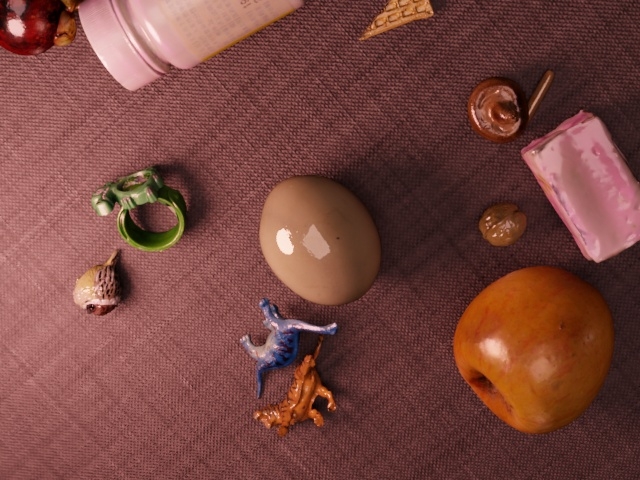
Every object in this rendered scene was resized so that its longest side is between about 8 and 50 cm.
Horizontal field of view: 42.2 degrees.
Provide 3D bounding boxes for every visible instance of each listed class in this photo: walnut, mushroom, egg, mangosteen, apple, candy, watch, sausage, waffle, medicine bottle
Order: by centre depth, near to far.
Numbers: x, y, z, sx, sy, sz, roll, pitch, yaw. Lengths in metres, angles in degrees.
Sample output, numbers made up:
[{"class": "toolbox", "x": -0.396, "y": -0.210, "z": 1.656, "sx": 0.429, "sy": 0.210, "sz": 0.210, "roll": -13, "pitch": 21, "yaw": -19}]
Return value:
[{"class": "medicine bottle", "x": -0.224, "y": -0.439, "z": 1.490, "sx": 0.379, "sy": 0.213, "sz": 0.213, "roll": -26, "pitch": 101, "yaw": 10}, {"class": "mangosteen", "x": -0.533, "y": -0.440, "z": 1.547, "sx": 0.200, "sy": 0.200, "sz": 0.199, "roll": 1, "pitch": 104, "yaw": 4}, {"class": "waffle", "x": 0.130, "y": -0.445, "z": 1.561, "sx": 0.153, "sy": 0.023, "sz": 0.097, "roll": -19, "pitch": 100, "yaw": 9}, {"class": "mushroom", "x": 0.338, "y": -0.246, "z": 1.564, "sx": 0.109, "sy": 0.085, "sz": 0.126, "roll": 10, "pitch": 108, "yaw": 44}, {"class": "candy", "x": 0.512, "y": -0.101, "z": 1.570, "sx": 0.155, "sy": 0.116, "sz": 0.265, "roll": -33, "pitch": 100, "yaw": 12}, {"class": "apple", "x": 0.410, "y": 0.200, "z": 1.573, "sx": 0.275, "sy": 0.299, "sz": 0.299, "roll": -41, "pitch": 99, "yaw": -19}, {"class": "egg", "x": 0.000, "y": 0.000, "z": 1.582, "sx": 0.219, "sy": 0.219, "sz": 0.269, "roll": -29, "pitch": 96, "yaw": 10}, {"class": "sausage", "x": 0.409, "y": -0.264, "z": 1.584, "sx": 0.024, "sy": 0.024, "sz": 0.132, "roll": 28, "pitch": 104, "yaw": -3}, {"class": "walnut", "x": 0.356, "y": -0.031, "z": 1.617, "sx": 0.092, "sy": 0.092, "sz": 0.092, "roll": 1, "pitch": 104, "yaw": 4}, {"class": "watch", "x": -0.355, "y": -0.056, "z": 1.655, "sx": 0.165, "sy": 0.131, "sz": 0.152, "roll": -21, "pitch": 120, "yaw": 5}]

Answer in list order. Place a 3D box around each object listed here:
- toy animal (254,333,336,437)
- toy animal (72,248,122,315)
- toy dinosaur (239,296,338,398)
[{"class": "toy animal", "x": -0.030, "y": 0.295, "z": 1.727, "sx": 0.114, "sy": 0.116, "sz": 0.255, "roll": 18, "pitch": 101, "yaw": -32}, {"class": "toy animal", "x": -0.441, "y": 0.092, "z": 1.703, "sx": 0.098, "sy": 0.098, "sz": 0.137, "roll": 45, "pitch": 81, "yaw": -7}, {"class": "toy dinosaur", "x": -0.088, "y": 0.197, "z": 1.685, "sx": 0.144, "sy": 0.076, "sz": 0.329, "roll": 54, "pitch": 131, "yaw": 11}]
